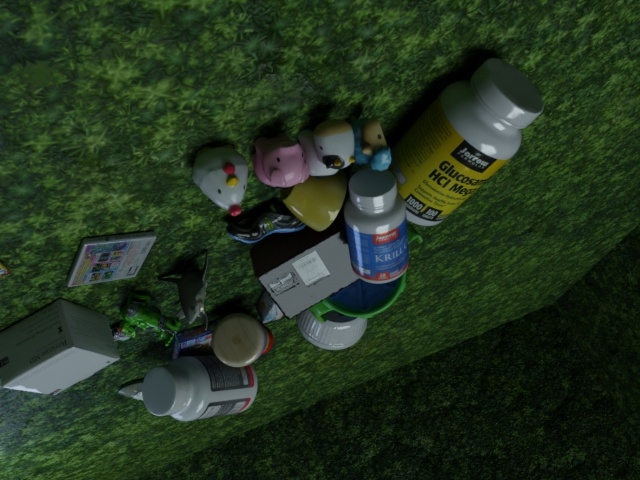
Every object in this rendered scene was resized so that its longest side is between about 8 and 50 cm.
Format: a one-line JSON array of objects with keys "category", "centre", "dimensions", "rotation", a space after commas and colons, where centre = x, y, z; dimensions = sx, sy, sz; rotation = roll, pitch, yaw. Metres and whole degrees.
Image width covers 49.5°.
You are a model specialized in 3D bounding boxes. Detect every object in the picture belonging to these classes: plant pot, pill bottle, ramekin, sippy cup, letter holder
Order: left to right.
[{"category": "pill bottle", "centre": [-0.337, 0.411, 1.948], "dimensions": [0.176, 0.176, 0.318], "rotation": [-37, 156, 24]}, {"category": "plant pot", "centre": [-0.023, -0.097, 1.381], "dimensions": [0.095, 0.134, 0.134], "rotation": [21, 135, -25]}, {"category": "letter holder", "centre": [0.000, 0.000, 1.594], "dimensions": [0.301, 0.214, 0.152], "rotation": [-29, 125, 5]}, {"category": "ramekin", "centre": [0.039, 0.191, 1.950], "dimensions": [0.207, 0.207, 0.109], "rotation": [-16, 146, -24]}, {"category": "sippy cup", "centre": [0.116, 0.085, 1.797], "dimensions": [0.305, 0.240, 0.224], "rotation": [-5, 172, 12]}, {"category": "pill bottle", "centre": [0.111, -0.030, 1.381], "dimensions": [0.124, 0.124, 0.222], "rotation": [-22, 134, -11]}, {"category": "pill bottle", "centre": [0.273, -0.193, 1.383], "dimensions": [0.187, 0.188, 0.334], "rotation": [-6, 150, -40]}]

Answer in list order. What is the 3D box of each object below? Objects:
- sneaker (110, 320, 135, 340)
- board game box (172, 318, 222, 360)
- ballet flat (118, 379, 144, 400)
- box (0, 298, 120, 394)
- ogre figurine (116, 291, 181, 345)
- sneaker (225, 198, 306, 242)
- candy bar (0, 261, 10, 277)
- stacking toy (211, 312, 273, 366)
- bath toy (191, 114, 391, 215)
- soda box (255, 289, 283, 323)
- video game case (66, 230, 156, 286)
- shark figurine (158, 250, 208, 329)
[{"category": "sneaker", "centre": [-0.484, 0.214, 1.651], "dimensions": [0.098, 0.038, 0.069], "rotation": [-13, 154, -51]}, {"category": "board game box", "centre": [-0.347, 0.297, 1.971], "dimensions": [0.136, 0.035, 0.201], "rotation": [-16, 155, -23]}, {"category": "ballet flat", "centre": [-0.502, 0.452, 2.097], "dimensions": [0.213, 0.068, 0.072], "rotation": [-4, 148, -42]}, {"category": "box", "centre": [-0.567, 0.233, 1.494], "dimensions": [0.180, 0.119, 0.182], "rotation": [-29, 157, 5]}, {"category": "ogre figurine", "centre": [-0.388, 0.176, 1.556], "dimensions": [0.118, 0.197, 0.097], "rotation": [26, 93, -19]}, {"category": "sneaker", "centre": [-0.113, -0.048, 1.465], "dimensions": [0.188, 0.067, 0.078], "rotation": [-15, 133, -22]}, {"category": "candy bar", "centre": [-0.575, 0.028, 1.178], "dimensions": [0.040, 0.018, 0.161], "rotation": [-22, 156, -10]}, {"category": "stacking toy", "centre": [-0.196, 0.283, 1.952], "dimensions": [0.141, 0.141, 0.330], "rotation": [-27, 168, 2]}, {"category": "bath toy", "centre": [-0.052, -0.136, 1.239], "dimensions": [0.348, 0.129, 0.151], "rotation": [-17, 156, -20]}, {"category": "soda box", "centre": [-0.118, 0.155, 1.881], "dimensions": [0.062, 0.058, 0.183], "rotation": [-13, 153, -29]}, {"category": "video game case", "centre": [-0.413, 0.037, 1.366], "dimensions": [0.143, 0.019, 0.157], "rotation": [-8, 152, -37]}, {"category": "shark figurine", "centre": [-0.310, 0.112, 1.578], "dimensions": [0.116, 0.166, 0.278], "rotation": [5, 169, -8]}]
